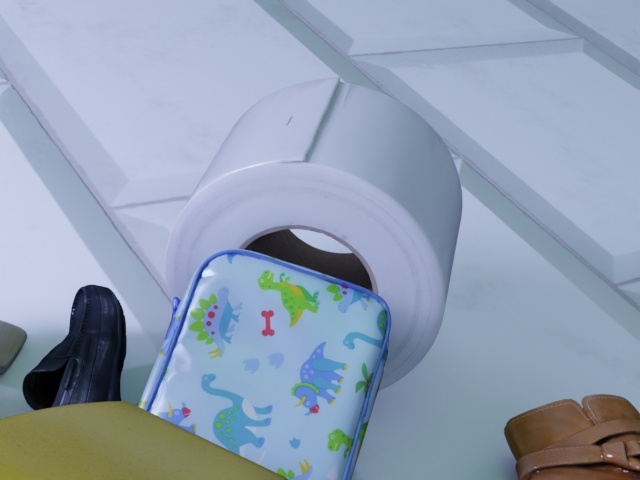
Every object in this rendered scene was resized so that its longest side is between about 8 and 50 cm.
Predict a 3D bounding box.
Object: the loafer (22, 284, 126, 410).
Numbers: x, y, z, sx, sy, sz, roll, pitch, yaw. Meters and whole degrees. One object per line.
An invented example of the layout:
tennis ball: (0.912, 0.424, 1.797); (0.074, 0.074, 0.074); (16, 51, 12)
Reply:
loafer: (-0.203, 0.114, 0.926); (0.078, 0.076, 0.223); (12, 36, -18)

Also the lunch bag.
lunch bag: (-0.048, 0.124, 0.881); (0.176, 0.090, 0.219); (16, 67, 4)

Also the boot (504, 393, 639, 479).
boot: (0.306, 0.224, 0.953); (0.283, 0.109, 0.220); (-4, 33, -14)

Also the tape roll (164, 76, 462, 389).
tape roll: (0.000, 0.000, 1.022); (0.246, 0.246, 0.169); (16, 34, 3)

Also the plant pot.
plant pot: (-0.127, 0.220, 0.700); (0.212, 0.212, 0.187); (23, 20, 13)

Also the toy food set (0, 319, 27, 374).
toy food set: (-0.351, -0.010, 0.875); (0.219, 0.306, 0.092); (17, 59, 3)
